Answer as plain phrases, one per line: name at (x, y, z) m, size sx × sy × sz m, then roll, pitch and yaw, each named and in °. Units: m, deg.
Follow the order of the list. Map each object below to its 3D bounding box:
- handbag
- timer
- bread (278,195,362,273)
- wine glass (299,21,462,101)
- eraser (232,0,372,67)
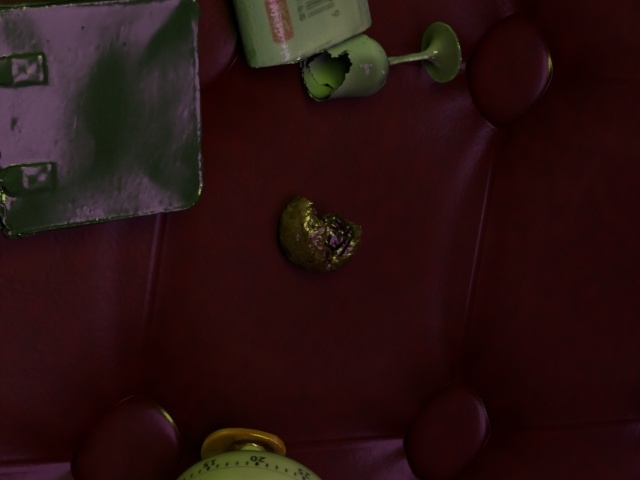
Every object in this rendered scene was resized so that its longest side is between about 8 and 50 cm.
handbag at (-0.251, -0.140, 1.863) m, size 0.260 × 0.079 × 0.247 m, roll -10°, pitch 107°, yaw -32°
timer at (-0.088, 0.369, 2.032) m, size 0.233 × 0.240 × 0.233 m, roll 2°, pitch 122°, yaw 4°
bread at (0.000, 0.000, 2.103) m, size 0.113 × 0.060 × 0.082 m, roll 21°, pitch 88°, yaw -40°
wine glass at (0.072, -0.215, 2.082) m, size 0.195 × 0.079 × 0.079 m, roll -14°, pitch 111°, yaw -34°
eraser at (-0.032, -0.329, 1.970) m, size 0.174 × 0.081 × 0.227 m, roll -28°, pitch 118°, yaw -32°
